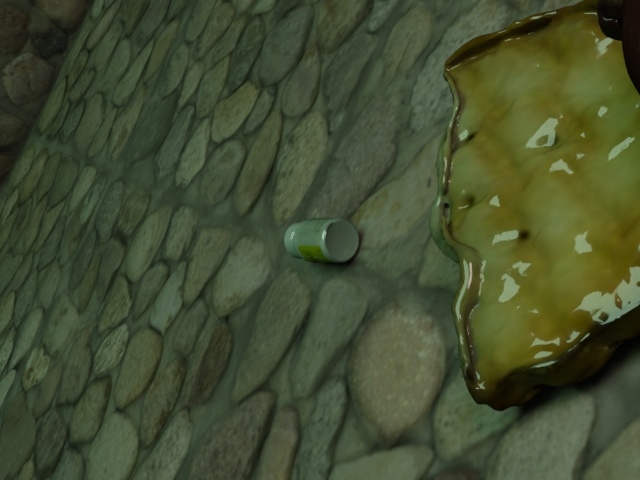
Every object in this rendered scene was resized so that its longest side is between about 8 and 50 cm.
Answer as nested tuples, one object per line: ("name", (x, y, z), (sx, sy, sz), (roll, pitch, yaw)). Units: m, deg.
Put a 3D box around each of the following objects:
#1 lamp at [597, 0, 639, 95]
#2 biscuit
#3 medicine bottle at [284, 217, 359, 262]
("lamp", (0.283, -0.135, 0.571), (0.258, 0.180, 0.180), (20, 85, 37))
("biscuit", (0.177, -0.032, 0.780), (0.329, 0.078, 0.335), (17, 83, 56))
("medicine bottle", (0.000, 0.000, 1.048), (0.083, 0.047, 0.047), (-2, 67, 57))
